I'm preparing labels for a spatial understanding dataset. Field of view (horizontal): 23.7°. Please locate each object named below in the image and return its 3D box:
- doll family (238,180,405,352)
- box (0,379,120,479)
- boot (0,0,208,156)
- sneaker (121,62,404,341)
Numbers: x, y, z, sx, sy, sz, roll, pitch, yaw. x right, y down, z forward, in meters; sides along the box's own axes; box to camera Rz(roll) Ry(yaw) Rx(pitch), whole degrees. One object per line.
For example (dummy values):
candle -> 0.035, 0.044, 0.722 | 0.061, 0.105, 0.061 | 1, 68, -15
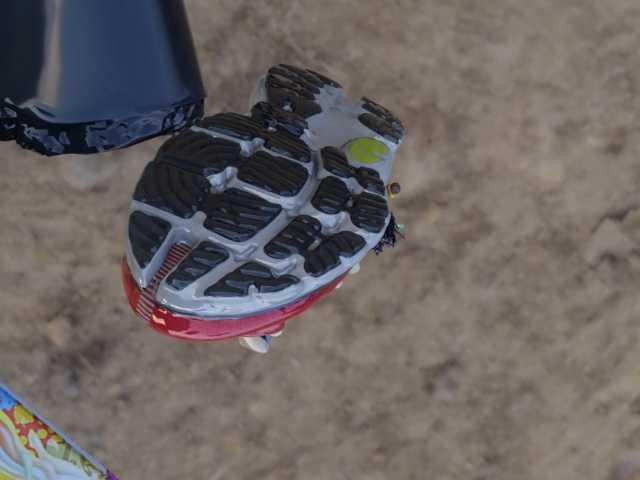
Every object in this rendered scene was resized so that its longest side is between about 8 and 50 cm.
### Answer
doll family -> 0.000, 0.000, 1.086 | 0.193, 0.076, 0.111 | -37, -164, 33
box -> -0.225, 0.143, 0.470 | 0.290, 0.279, 0.177 | -51, -174, -21
boot -> -0.061, -0.137, 0.500 | 0.094, 0.246, 0.207 | -26, 105, -67
sneaker -> -0.024, 0.003, 0.749 | 0.118, 0.107, 0.279 | -68, 172, 22
